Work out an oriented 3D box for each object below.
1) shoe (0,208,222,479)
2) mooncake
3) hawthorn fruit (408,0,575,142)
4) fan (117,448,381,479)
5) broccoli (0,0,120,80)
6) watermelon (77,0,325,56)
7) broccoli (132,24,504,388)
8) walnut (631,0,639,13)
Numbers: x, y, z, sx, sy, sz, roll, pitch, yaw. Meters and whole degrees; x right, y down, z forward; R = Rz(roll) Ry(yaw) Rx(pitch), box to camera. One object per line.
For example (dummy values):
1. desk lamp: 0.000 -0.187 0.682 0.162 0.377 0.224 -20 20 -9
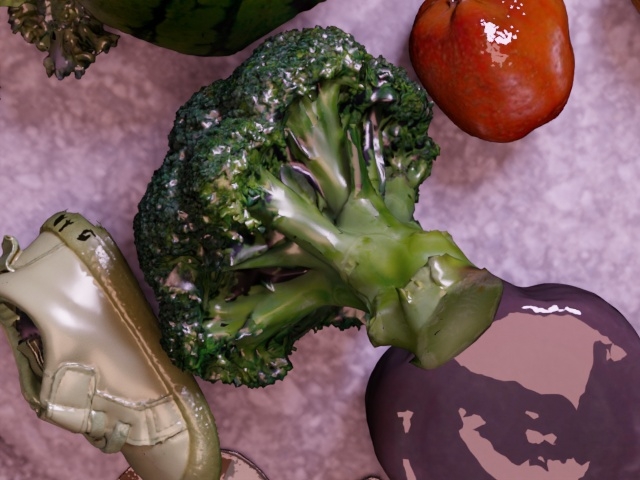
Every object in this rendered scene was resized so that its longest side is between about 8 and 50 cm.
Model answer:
1. shoe: -0.177 0.104 1.474 0.128 0.140 0.262 -24 97 -10
2. mooncake: 0.160 0.143 1.501 0.244 0.133 0.245 -1 101 -5
3. hawthorn fruit: 0.141 -0.144 1.448 0.132 0.133 0.138 -30 111 2
4. fan: -0.055 0.237 1.566 0.226 0.008 0.153 -16 101 -1
5. broccoli: -0.215 -0.212 1.395 0.154 0.160 0.167 24 113 20
6. watermelon: -0.059 -0.315 1.326 0.330 0.189 0.331 5 79 -29
7. broccoli: 0.000 0.000 1.384 0.297 0.297 0.298 -28 141 -26
8. walnut: 0.323 -0.210 1.444 0.180 0.144 0.144 6 100 -3
